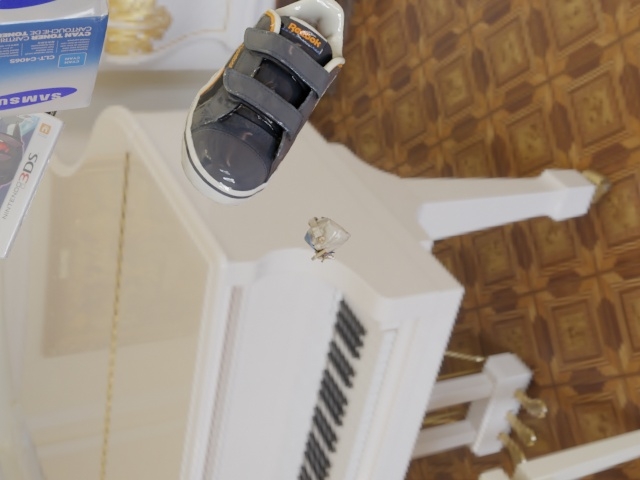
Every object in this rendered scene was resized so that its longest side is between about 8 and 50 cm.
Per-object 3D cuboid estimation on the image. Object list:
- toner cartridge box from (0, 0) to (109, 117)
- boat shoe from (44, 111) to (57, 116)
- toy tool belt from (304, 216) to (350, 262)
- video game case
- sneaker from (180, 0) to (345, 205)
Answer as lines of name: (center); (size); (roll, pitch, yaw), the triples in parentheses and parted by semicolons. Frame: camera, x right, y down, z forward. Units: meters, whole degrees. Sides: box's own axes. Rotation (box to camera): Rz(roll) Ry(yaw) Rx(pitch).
toner cartridge box: (-0.357, -0.154, 0.768); (0.165, 0.348, 0.075); (135, 121, -64)
boat shoe: (-0.419, -0.146, 1.346); (0.070, 0.078, 0.219); (22, 76, 39)
toy tool belt: (0.000, 0.000, 1.128); (0.051, 0.052, 0.083); (-53, 9, -3)
video game case: (-0.436, -0.099, 1.150); (0.023, 0.201, 0.183); (173, 120, -85)
sneaker: (-0.060, -0.182, 1.119); (0.127, 0.126, 0.321); (-43, 19, 44)
